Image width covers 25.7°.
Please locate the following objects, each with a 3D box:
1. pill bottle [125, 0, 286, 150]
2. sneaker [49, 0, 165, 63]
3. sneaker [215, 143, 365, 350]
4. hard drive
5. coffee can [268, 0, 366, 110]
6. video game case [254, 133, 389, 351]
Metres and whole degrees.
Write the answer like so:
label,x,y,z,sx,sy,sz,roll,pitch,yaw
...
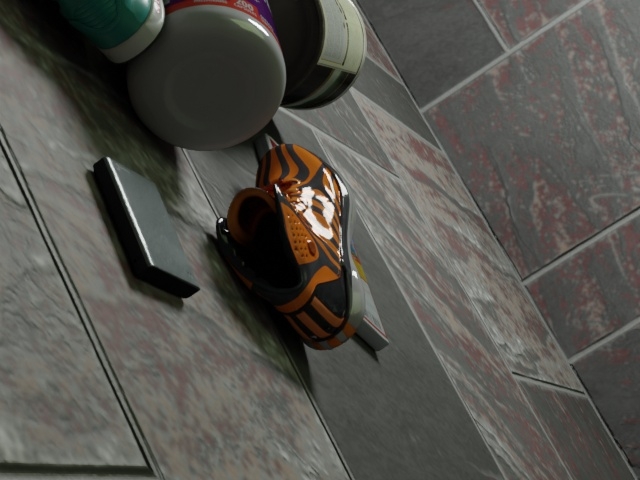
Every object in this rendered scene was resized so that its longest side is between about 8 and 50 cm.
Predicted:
label,x,y,z,sx,sy,sz,roll,pitch,yaw
pill bottle,-0.148,-0.260,1.689,0.181,0.181,0.323,47,17,-35
sneaker,-0.280,-0.333,1.558,0.178,0.124,0.295,47,10,-41
sneaker,-0.043,-0.035,1.664,0.180,0.125,0.321,45,18,-42
hard drive,-0.173,-0.013,1.392,0.094,0.022,0.135,31,28,-59
coffee can,-0.059,-0.290,2.006,0.201,0.201,0.275,58,14,5
video game case,0.000,0.000,1.934,0.204,0.025,0.285,44,19,-40
